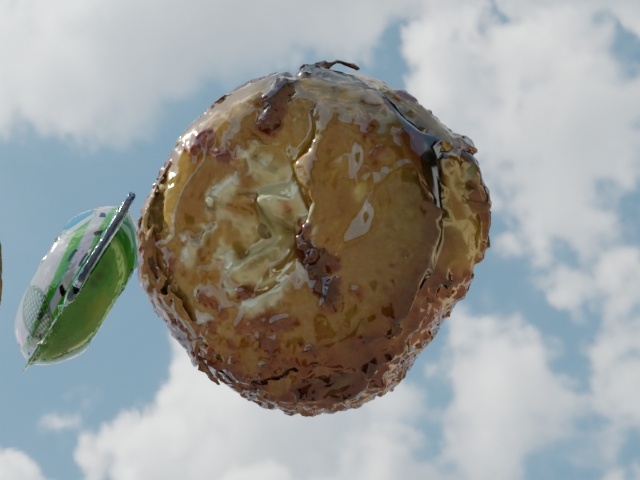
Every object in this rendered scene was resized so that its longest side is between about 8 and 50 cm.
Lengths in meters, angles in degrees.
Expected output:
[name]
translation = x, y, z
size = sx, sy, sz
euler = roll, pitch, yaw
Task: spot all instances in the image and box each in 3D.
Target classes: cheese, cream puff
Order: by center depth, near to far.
[cream puff]
translation = 0.000, -0.001, 0.971
size = 0.240, 0.240, 0.164
euler = -36, -31, 14
[cheese]
translation = -0.227, 0.031, 1.385
size = 0.083, 0.204, 0.320
euler = 31, -21, -5

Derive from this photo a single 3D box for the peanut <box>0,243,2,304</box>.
[peanut]
translation = -0.186, 0.066, 0.378
size = 0.130, 0.290, 0.130
euler = 20, -40, 18
